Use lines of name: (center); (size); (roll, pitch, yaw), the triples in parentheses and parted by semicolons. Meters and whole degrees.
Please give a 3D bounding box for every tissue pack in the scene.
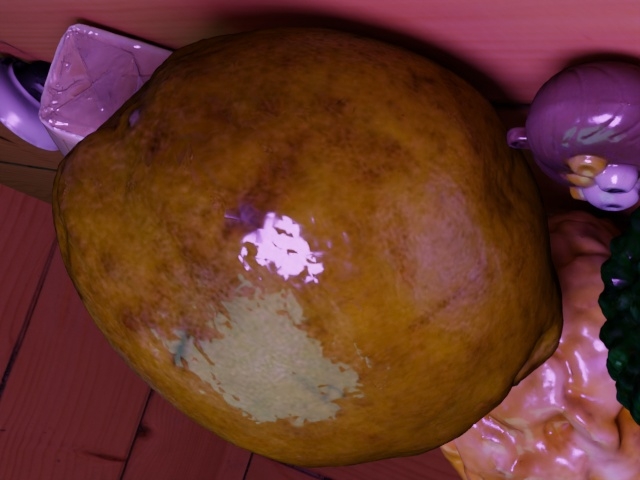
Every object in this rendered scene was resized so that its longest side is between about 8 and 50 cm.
tissue pack: (-0.197, -0.129, 1.203); (0.159, 0.125, 0.234); (18, 171, -3)

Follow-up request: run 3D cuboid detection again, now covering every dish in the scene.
dish: (-0.345, -0.187, 1.379); (0.141, 0.078, 0.141); (43, -163, -16)

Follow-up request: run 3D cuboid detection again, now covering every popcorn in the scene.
popcorn: (0.260, 0.139, 1.179); (0.390, 0.344, 0.354); (-2, -177, -38)

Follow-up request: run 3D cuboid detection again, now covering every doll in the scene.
doll: (0.225, -0.072, 0.768); (0.188, 0.096, 0.145); (-1, 169, 39)

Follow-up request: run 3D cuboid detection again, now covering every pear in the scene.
pear: (0.000, 0.000, 0.906); (0.413, 0.352, 0.352); (33, 168, -20)

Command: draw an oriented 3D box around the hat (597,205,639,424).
hat: (0.323, 0.036, 0.808); (0.274, 0.242, 0.332); (-16, 156, 19)
